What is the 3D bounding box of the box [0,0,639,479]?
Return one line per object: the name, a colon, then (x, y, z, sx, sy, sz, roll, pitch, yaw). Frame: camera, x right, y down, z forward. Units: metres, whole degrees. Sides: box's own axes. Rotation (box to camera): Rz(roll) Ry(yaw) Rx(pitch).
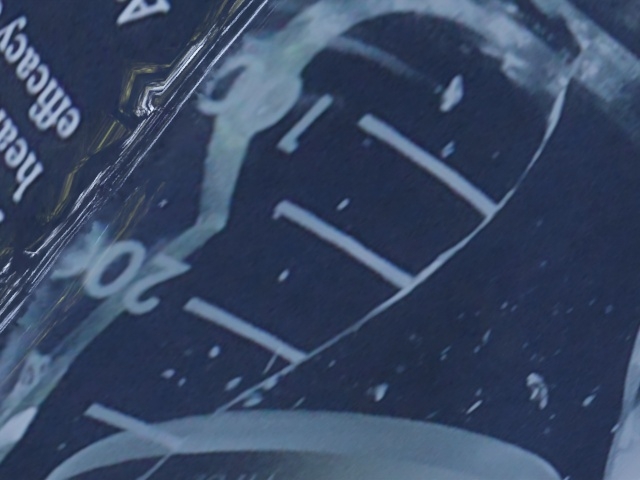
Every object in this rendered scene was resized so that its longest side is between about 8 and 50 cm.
box: (0.000, 0.000, 0.641, 0.472, 0.480, 0.297, -49, 52, 16)
